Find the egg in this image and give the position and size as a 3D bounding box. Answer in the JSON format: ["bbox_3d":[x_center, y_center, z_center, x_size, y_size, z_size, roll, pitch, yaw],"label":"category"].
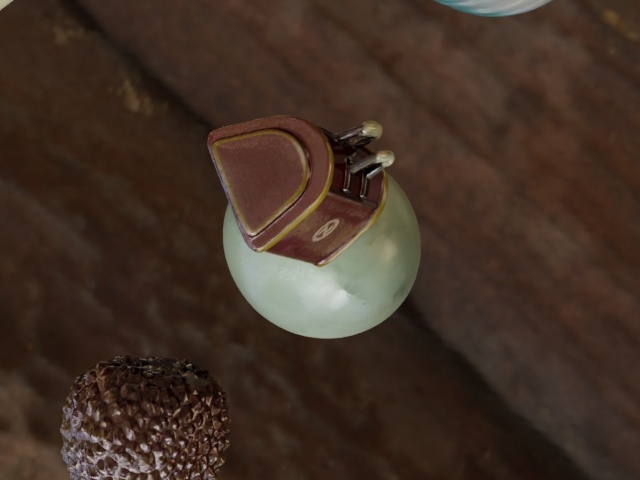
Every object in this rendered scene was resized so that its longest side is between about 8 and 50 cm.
[{"bbox_3d":[0.000,0.000,1.849,0.203,0.203,0.282,8,-174,-19],"label":"egg"}]

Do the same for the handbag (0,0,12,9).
[{"bbox_3d":[-0.412,-0.299,1.705,0.237,0.358,0.160,55,175,-22],"label":"handbag"}]

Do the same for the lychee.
[{"bbox_3d":[-0.180,0.204,1.791,0.188,0.188,0.188,15,-149,-9],"label":"lychee"}]

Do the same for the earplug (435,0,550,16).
[{"bbox_3d":[0.108,-0.246,1.245,0.185,0.185,0.324,34,-169,22],"label":"earplug"}]

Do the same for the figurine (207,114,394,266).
[{"bbox_3d":[0.004,-0.042,1.109,0.082,0.098,0.154,64,-162,14],"label":"figurine"}]
